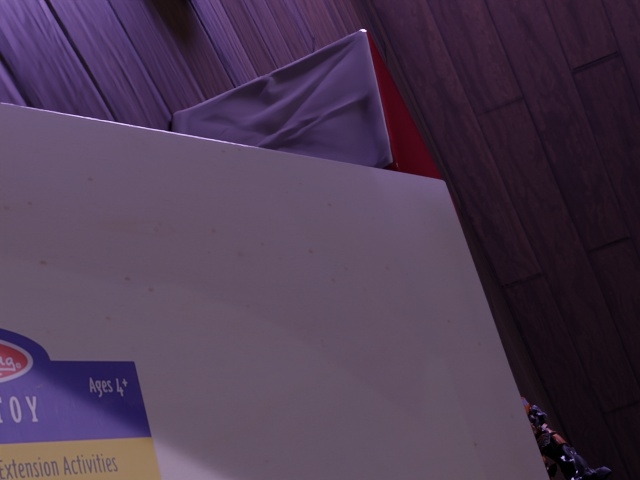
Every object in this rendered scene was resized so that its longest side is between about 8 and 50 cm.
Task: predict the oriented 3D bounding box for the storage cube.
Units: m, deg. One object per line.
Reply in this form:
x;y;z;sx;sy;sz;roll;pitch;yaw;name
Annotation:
0.004;-0.014;0.974;0.215;0.183;0.193;-96;160;-50;storage cube

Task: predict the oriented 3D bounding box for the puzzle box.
-0.051;0.083;0.474;0.408;0.052;0.272;6;60;-46;puzzle box

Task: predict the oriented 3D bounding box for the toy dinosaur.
0.298;0.301;1.734;0.322;0.164;0.218;27;22;-40;toy dinosaur
